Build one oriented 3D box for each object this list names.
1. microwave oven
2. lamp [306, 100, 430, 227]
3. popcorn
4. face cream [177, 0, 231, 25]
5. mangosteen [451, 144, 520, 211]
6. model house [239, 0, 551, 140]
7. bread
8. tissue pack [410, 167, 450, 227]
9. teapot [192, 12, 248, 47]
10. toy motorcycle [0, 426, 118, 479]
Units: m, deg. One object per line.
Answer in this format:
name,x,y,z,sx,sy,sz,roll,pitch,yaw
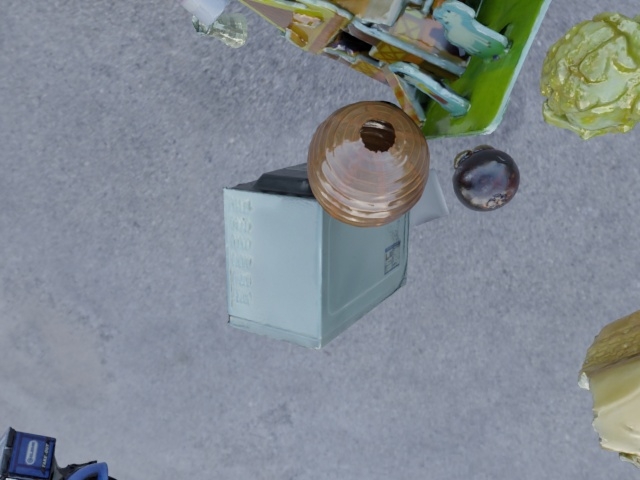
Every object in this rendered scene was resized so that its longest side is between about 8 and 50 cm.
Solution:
microwave oven,0.000,0.000,0.929,0.181,0.295,0.238,9,109,30
lamp,0.051,-0.082,0.651,0.136,0.136,0.137,5,122,8
popcorn,0.491,-0.280,1.038,0.254,0.195,0.256,-18,154,40
face cream,-0.190,-0.334,0.690,0.198,0.084,0.057,37,86,-25
mangosteen,0.488,-0.185,1.800,0.209,0.210,0.210,5,122,8
model house,0.043,-0.262,0.643,0.312,0.358,0.243,20,95,-11
bread,0.740,0.257,1.165,0.250,0.361,0.394,52,129,2
tissue pack,0.199,-0.094,1.627,0.159,0.246,0.136,-16,93,54
teapot,-0.163,-0.350,0.991,0.067,0.083,0.057,29,113,42
toy motorcycle,-0.370,0.438,0.792,0.212,0.359,0.125,24,122,-31
